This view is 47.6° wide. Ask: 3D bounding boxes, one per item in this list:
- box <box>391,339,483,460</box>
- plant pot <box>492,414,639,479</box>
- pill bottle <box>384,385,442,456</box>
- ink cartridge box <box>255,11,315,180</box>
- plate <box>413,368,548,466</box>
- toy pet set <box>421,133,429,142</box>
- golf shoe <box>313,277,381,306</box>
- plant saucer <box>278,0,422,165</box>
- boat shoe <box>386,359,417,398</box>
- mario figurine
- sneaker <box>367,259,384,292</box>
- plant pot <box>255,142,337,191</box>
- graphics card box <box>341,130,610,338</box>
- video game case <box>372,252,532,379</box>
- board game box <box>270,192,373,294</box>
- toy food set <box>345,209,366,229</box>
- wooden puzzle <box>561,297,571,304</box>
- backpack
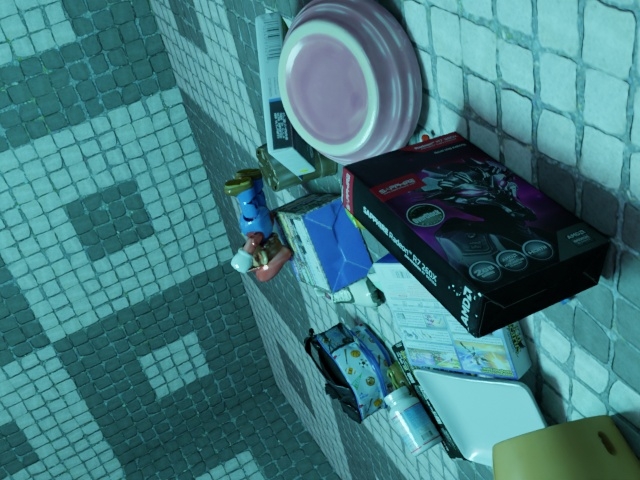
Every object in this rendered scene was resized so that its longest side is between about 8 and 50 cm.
[{"bbox_3d":[0.305,0.367,1.732,0.322,0.079,0.257,62,162,8],"label":"box"},{"bbox_3d":[0.404,0.408,1.175,0.291,0.291,0.203,102,155,-65],"label":"plant pot"},{"bbox_3d":[0.227,0.448,1.809,0.160,0.087,0.087,59,163,19],"label":"pill bottle"},{"bbox_3d":[-0.066,-0.314,1.656,0.307,0.072,0.303,24,-122,-75],"label":"ink cartridge box"},{"bbox_3d":[0.353,0.362,1.461,0.278,0.045,0.277,-2,125,51],"label":"plate"},{"bbox_3d":[0.208,-0.124,1.372,0.114,0.065,0.122,-40,76,35],"label":"toy pet set"},{"bbox_3d":[0.080,0.148,2.037,0.273,0.120,0.105,11,123,69],"label":"golf shoe"},{"bbox_3d":[0.034,-0.291,1.364,0.332,0.084,0.332,23,126,37],"label":"plant saucer"},{"bbox_3d":[0.247,0.437,1.966,0.111,0.104,0.307,35,147,60],"label":"boat shoe"},{"bbox_3d":[-0.203,-0.029,2.031,0.170,0.198,0.320,17,127,52],"label":"mario figurine"},{"bbox_3d":[0.226,0.093,1.583,0.151,0.094,0.256,47,155,-14],"label":"sneaker"},{"bbox_3d":[-0.067,-0.212,1.872,0.167,0.165,0.167,54,161,29],"label":"plant pot"},{"bbox_3d":[0.220,-0.029,1.118,0.371,0.233,0.094,50,150,44],"label":"graphics card box"},{"bbox_3d":[0.253,0.140,1.417,0.269,0.061,0.244,-1,115,48],"label":"video game case"},{"bbox_3d":[0.000,0.000,2.019,0.232,0.141,0.291,68,164,-12],"label":"board game box"},{"bbox_3d":[0.091,-0.090,1.786,0.132,0.038,0.192,64,164,1],"label":"toy food set"},{"bbox_3d":[0.368,0.062,1.194,0.116,0.014,0.078,57,167,24],"label":"wooden puzzle"},{"bbox_3d":[0.106,0.400,2.172,0.263,0.213,0.276,56,170,54],"label":"backpack"}]
